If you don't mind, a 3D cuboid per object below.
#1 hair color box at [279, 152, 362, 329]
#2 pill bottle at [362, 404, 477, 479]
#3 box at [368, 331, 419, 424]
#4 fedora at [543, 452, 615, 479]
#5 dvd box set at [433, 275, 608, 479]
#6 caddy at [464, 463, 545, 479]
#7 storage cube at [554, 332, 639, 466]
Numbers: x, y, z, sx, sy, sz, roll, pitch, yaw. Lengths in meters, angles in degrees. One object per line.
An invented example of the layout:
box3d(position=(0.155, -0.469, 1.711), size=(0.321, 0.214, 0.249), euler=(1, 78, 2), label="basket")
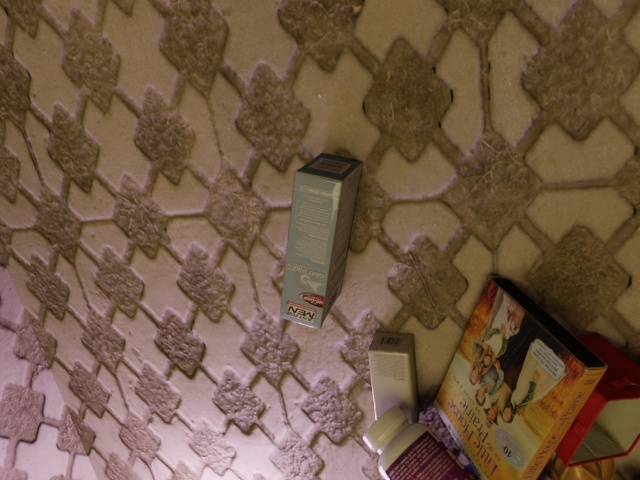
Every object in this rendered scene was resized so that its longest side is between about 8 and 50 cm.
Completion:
box3d(position=(0.000, 0.000, 1.129), size=(0.113, 0.185, 0.375), euler=(14, 116, 14), label="hair color box")
box3d(position=(0.247, 0.557, 1.134), size=(0.301, 0.169, 0.169), euler=(44, 123, 28), label="pill bottle")
box3d(position=(0.203, 0.391, 1.273), size=(0.113, 0.094, 0.275), euler=(1, 113, 20), label="box")
box3d(position=(0.655, 0.586, 1.197), size=(0.194, 0.079, 0.195), euler=(7, 114, 18), label="fedora")
box3d(position=(0.417, 0.338, 1.070), size=(0.062, 0.308, 0.421), euler=(2, 120, -21), label="dvd box set")
box3d(position=(0.450, 0.679, 1.233), size=(0.340, 0.179, 0.241), euler=(-9, 149, 23), label="caddy")
box3d(position=(0.569, 0.338, 1.021), size=(0.183, 0.193, 0.215), euler=(1, 119, -20), label="storage cube")
